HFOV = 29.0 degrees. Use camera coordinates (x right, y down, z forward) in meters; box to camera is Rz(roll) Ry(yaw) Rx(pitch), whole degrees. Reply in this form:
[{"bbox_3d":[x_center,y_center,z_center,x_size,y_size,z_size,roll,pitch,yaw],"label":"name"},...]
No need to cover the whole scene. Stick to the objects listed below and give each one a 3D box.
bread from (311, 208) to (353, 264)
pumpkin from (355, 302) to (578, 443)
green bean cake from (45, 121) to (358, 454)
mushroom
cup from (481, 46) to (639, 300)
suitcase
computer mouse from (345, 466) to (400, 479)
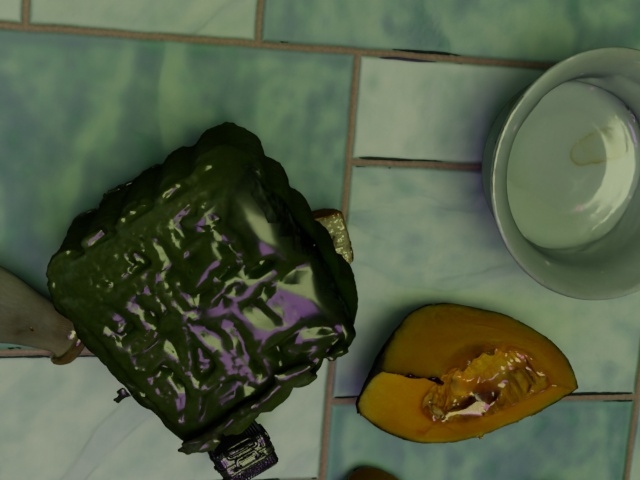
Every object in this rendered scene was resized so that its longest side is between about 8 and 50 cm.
[{"bbox_3d":[-0.001,0.001,1.704,0.077,0.070,0.083,-16,102,-15],"label":"bread"},{"bbox_3d":[0.191,0.195,1.794,0.312,0.148,0.169,8,139,-14],"label":"pumpkin"},{"bbox_3d":[-0.149,0.059,1.565,0.335,0.218,0.319,-37,106,9],"label":"green bean cake"},{"bbox_3d":[-0.404,0.087,1.594,0.225,0.093,0.116,13,115,-28],"label":"mushroom"},{"bbox_3d":[0.368,-0.101,1.749,0.347,0.163,0.347,-3,101,-16],"label":"cup"},{"bbox_3d":[-0.111,0.285,1.696,0.086,0.126,0.059,-29,106,-10],"label":"suitcase"},{"bbox_3d":[0.043,0.451,1.816,0.126,0.056,0.245,29,90,-21],"label":"computer mouse"}]
